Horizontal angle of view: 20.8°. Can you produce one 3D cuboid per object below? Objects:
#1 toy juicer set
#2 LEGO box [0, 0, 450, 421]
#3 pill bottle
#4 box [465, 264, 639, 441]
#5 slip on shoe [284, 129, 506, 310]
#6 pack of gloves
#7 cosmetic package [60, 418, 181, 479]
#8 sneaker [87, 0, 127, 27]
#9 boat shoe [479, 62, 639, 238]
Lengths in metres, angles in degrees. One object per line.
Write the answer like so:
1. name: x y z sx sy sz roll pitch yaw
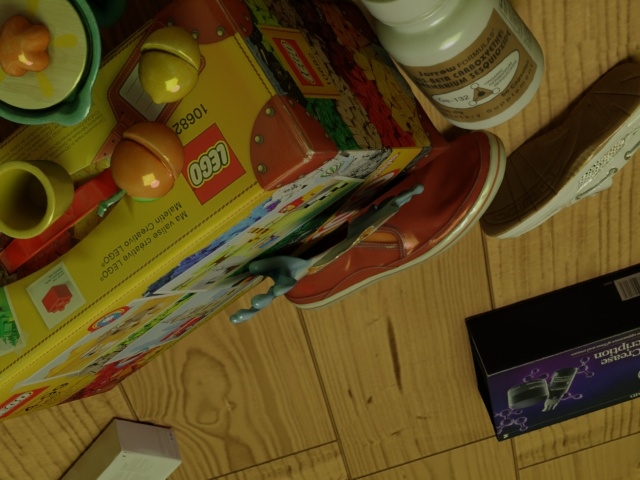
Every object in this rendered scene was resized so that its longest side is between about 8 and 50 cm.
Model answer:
1. toy juicer set: -0.211 -0.173 1.475 0.209 0.329 0.089 -7 -172 19
2. LEGO box: -0.169 -0.029 1.739 0.500 0.193 0.372 -36 170 22
3. pill bottle: 0.129 -0.223 1.793 0.131 0.131 0.229 -30 141 15
4. box: 0.343 0.155 2.377 0.261 0.103 0.184 -18 145 -1
5. slip on shoe: 0.071 -0.028 2.030 0.331 0.123 0.101 -30 137 23
6. pack of gloves: 0.000 0.000 1.760 0.195 0.046 0.232 -36 180 22
7. cosmetic package: -0.296 0.338 2.373 0.099 0.060 0.239 14 132 -38
8. sneaker: -0.223 -0.307 1.564 0.107 0.110 0.275 -18 142 1
9. boat shoe: 0.308 -0.088 2.060 0.096 0.098 0.277 24 125 -40
